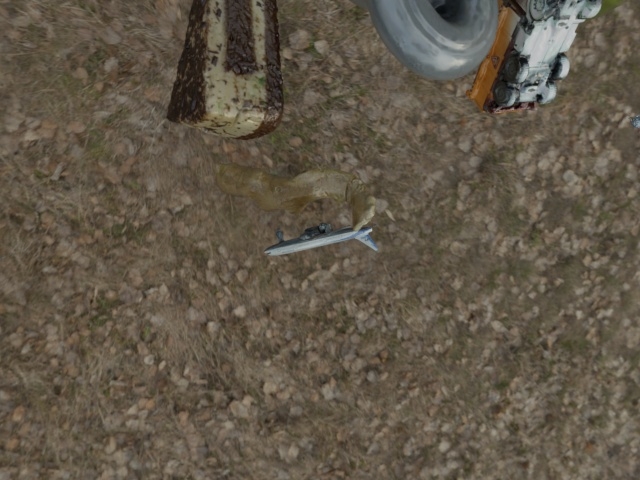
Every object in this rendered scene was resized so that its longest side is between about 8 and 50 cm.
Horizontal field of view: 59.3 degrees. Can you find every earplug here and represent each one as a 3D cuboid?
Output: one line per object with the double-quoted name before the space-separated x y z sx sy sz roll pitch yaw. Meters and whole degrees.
"earplug" 0.119 -0.363 0.785 0.214 0.326 0.175 -7 149 -32

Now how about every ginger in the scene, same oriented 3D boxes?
"ginger" -0.043 -0.067 0.793 0.075 0.287 0.089 -58 146 -31

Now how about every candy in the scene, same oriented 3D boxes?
"candy" 0.671 -0.250 1.185 0.083 0.030 0.020 3 147 -43

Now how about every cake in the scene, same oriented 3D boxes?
"cake" -0.101 -0.249 0.706 0.112 0.135 0.246 7 102 -37

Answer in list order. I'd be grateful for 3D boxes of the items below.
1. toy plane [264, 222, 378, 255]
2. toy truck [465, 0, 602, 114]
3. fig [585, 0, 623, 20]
"toy plane" 0.001 -0.004 1.108 0.226 0.226 0.058 -2 83 -7
"toy truck" 0.338 -0.324 0.909 0.114 0.135 0.271 -8 142 -16
"fig" 0.489 -0.548 1.075 0.315 0.316 0.316 -4 110 -12
